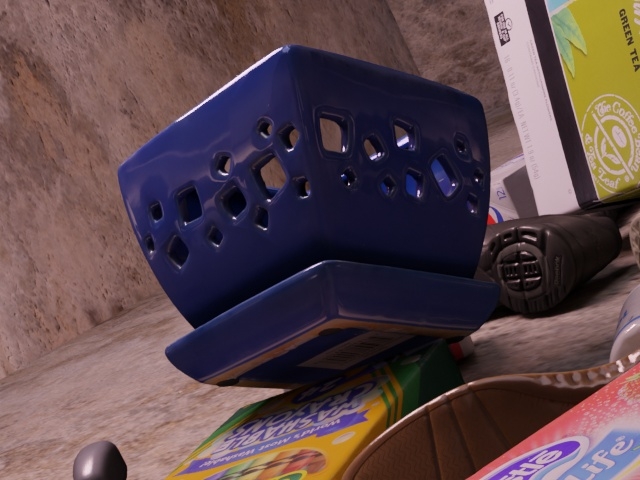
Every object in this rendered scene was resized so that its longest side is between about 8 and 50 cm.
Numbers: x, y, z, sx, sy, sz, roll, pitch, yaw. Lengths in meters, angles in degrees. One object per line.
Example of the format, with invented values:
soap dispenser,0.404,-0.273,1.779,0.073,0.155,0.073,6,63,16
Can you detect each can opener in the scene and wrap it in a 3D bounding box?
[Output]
can opener,-0.188,0.245,1.043,0.074,0.093,0.280,-25,11,-6

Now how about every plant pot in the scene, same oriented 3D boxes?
plant pot,0.000,0.000,1.047,0.236,0.212,0.236,10,-29,-43

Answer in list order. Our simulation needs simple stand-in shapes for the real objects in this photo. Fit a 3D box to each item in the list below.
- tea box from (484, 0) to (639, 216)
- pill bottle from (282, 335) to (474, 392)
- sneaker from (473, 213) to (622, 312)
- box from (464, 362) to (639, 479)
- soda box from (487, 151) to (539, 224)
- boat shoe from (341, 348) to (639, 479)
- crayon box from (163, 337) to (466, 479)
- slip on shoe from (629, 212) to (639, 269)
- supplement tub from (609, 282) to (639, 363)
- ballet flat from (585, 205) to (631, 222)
tea box,0.354,-0.219,1.286,0.220,0.329,0.323,-11,-8,-25
pill bottle,0.045,0.097,1.213,0.180,0.108,0.108,-25,7,1
sneaker,0.197,0.025,1.332,0.130,0.109,0.286,-18,9,-33
box,0.112,0.148,0.432,0.300,0.142,0.154,-28,7,-23
soda box,0.315,-0.084,1.669,0.286,0.098,0.091,-31,9,-36
boat shoe,0.158,0.122,0.718,0.302,0.109,0.098,-25,-33,10
crayon box,-0.027,0.187,0.899,0.203,0.083,0.323,-22,8,26
slip on shoe,0.348,-0.011,0.942,0.101,0.123,0.331,-23,1,-13
supplement tub,0.239,0.070,0.876,0.071,0.071,0.107,-23,7,21
ballet flat,0.328,-0.042,1.492,0.057,0.049,0.173,-21,8,39
